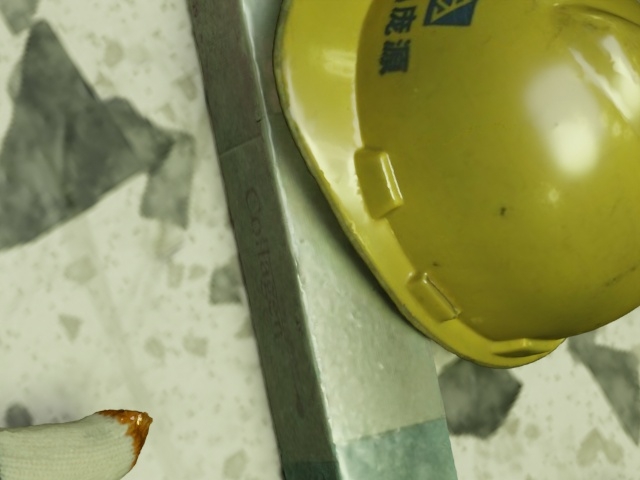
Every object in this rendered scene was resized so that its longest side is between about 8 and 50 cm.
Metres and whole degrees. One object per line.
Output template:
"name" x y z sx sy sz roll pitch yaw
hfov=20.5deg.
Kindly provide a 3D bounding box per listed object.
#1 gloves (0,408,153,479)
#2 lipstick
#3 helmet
"gloves" -0.145 0.149 0.768 0.219 0.131 0.140 12 65 -49
"lipstick" 0.000 0.000 0.871 0.068 0.066 0.317 -11 87 -25
"helmet" 0.113 -0.058 0.849 0.257 0.140 0.205 47 49 -32
